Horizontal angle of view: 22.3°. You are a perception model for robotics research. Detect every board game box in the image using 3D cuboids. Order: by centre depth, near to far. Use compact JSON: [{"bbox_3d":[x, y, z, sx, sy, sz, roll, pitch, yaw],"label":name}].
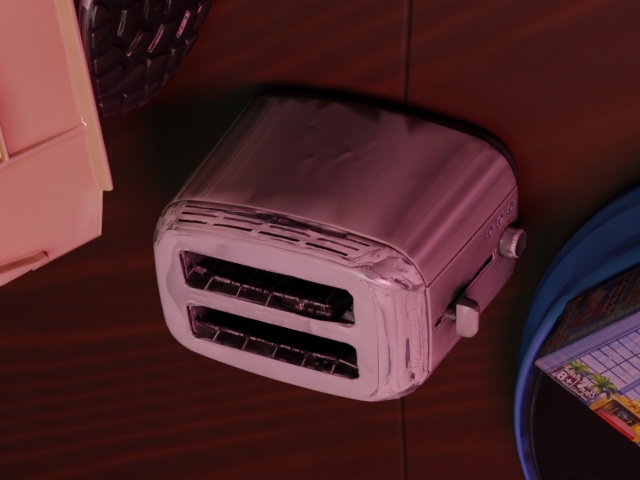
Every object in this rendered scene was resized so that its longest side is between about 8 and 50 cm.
[{"bbox_3d":[0.243,0.057,0.820,0.194,0.060,0.194,38,136,-1],"label":"board game box"}]

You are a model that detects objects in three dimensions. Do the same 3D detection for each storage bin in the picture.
[{"bbox_3d":[-0.259,-0.132,0.967,0.262,0.123,0.260,33,141,41],"label":"storage bin"}]

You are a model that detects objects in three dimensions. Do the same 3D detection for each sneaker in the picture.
[{"bbox_3d":[-0.137,-0.211,0.933,0.124,0.107,0.283,28,133,30],"label":"sneaker"}]

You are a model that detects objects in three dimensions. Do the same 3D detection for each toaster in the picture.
[{"bbox_3d":[0.000,0.000,0.968,0.227,0.146,0.129,15,131,21],"label":"toaster"}]

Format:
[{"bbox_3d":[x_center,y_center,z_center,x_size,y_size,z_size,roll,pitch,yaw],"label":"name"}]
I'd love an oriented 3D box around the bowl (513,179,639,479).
[{"bbox_3d":[0.294,0.127,0.943,0.391,0.077,0.391,17,133,19],"label":"bowl"}]
